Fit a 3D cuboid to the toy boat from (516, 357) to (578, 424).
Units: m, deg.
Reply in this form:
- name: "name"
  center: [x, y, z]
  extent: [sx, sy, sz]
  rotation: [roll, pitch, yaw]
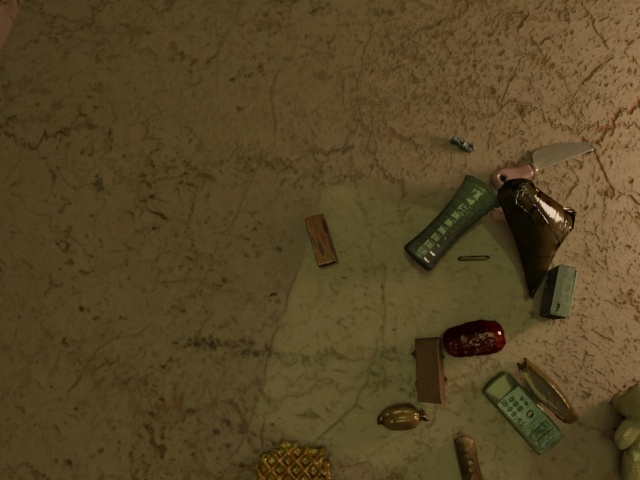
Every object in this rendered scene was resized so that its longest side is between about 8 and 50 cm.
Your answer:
- name: "toy boat"
  center: [0.645, 0.426, 1.385]
  extent: [0.064, 0.072, 0.206]
  rotation: [-44, 63, 15]

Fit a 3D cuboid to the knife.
- name: "knife"
  center: [0.701, -0.250, 1.545]
  extent: [0.336, 0.043, 0.081]
  rotation: [-23, 69, -2]

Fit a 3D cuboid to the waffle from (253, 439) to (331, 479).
- name: "waffle"
  center: [-0.081, 0.728, 1.458]
  extent: [0.237, 0.059, 0.243]
  rotation: [-7, 75, 11]

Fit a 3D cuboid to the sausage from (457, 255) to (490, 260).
- name: "sausage"
  center: [0.479, 0.055, 1.520]
  extent: [0.100, 0.015, 0.015]
  rotation: [-3, 78, 9]

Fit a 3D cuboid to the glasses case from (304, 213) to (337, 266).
- name: "glasses case"
  center: [0.000, 0.000, 1.600]
  extent: [0.064, 0.041, 0.170]
  rotation: [-15, 75, -6]

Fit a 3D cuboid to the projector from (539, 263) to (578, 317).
- name: "projector"
  center: [0.693, 0.153, 1.411]
  extent: [0.061, 0.115, 0.147]
  rotation: [14, 81, 10]

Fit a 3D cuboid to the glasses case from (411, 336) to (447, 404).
- name: "glasses case"
  center: [0.326, 0.388, 1.458]
  extent: [0.102, 0.070, 0.194]
  rotation: [-9, 77, 36]

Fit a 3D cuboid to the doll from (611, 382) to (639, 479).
- name: "doll"
  center: [0.869, 0.518, 1.316]
  extent: [0.149, 0.175, 0.278]
  rotation: [5, 87, 49]

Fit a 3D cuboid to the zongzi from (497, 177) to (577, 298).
- name: "zongzi"
  center: [0.591, -0.008, 1.420]
  extent: [0.260, 0.123, 0.289]
  rotation: [28, 87, -21]

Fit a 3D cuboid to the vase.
- name: "vase"
  center: [0.399, -0.046, 1.496]
  extent: [0.143, 0.143, 0.299]
  rotation: [43, 91, 15]

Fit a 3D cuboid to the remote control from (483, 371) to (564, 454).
- name: "remote control"
  center: [0.582, 0.494, 1.399]
  extent: [0.098, 0.038, 0.233]
  rotation: [-41, 76, 0]

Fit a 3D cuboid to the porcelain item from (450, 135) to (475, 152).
- name: "porcelain item"
  center: [0.469, -0.316, 1.592]
  extent: [0.083, 0.028, 0.036]
  rotation: [29, 82, 13]

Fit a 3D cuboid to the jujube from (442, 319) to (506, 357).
- name: "jujube"
  center: [0.449, 0.287, 1.424]
  extent: [0.176, 0.112, 0.109]
  rotation: [-11, 50, 14]

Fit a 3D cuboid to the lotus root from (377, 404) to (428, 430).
- name: "lotus root"
  center: [0.242, 0.524, 1.437]
  extent: [0.150, 0.062, 0.073]
  rotation: [-7, 54, 7]

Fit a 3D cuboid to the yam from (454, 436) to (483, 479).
- name: "yam"
  center: [0.438, 0.708, 1.365]
  extent: [0.066, 0.066, 0.300]
  rotation: [-14, 77, 6]
